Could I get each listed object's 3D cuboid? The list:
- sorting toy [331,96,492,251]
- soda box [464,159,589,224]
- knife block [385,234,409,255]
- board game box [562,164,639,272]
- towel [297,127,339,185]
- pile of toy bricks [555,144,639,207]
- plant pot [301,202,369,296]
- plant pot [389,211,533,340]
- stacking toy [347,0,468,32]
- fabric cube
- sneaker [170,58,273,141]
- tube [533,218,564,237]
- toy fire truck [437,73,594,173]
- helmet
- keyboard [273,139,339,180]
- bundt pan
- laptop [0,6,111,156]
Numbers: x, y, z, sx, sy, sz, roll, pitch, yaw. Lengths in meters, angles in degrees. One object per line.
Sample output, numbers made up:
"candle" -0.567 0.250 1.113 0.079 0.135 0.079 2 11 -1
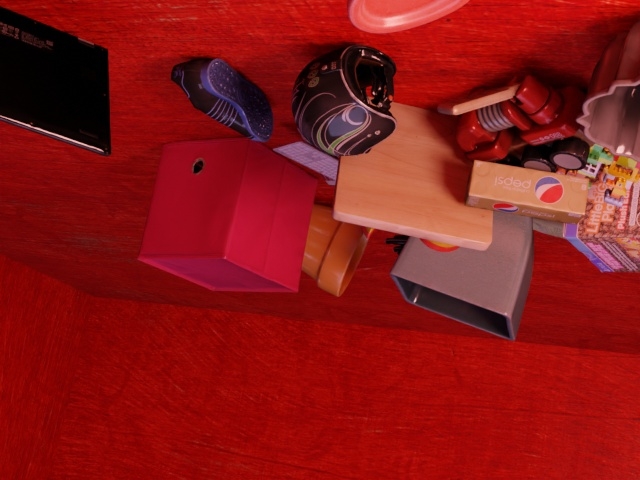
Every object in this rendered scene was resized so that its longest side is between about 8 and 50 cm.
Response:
"sorting toy" 0.150 -0.098 1.714 0.257 0.255 0.089 12 144 -6
"soda box" 0.320 -0.075 1.604 0.181 0.061 0.058 10 165 4
"knife block" 0.286 -0.037 2.272 0.276 0.242 0.088 -39 153 6
"board game box" 0.625 -0.036 1.877 0.291 0.141 0.232 1 163 33
"towel" 0.100 -0.161 1.982 0.237 0.037 0.329 7 166 12
"pile of toy bricks" 0.442 -0.142 1.731 0.212 0.118 0.105 19 127 6
"plant pot" 0.000 0.000 2.385 0.188 0.205 0.205 24 167 8
"plant pot" 0.313 0.024 2.063 0.247 0.252 0.248 21 169 18
"stacking toy" 0.105 -0.376 1.121 0.279 0.130 0.309 -22 159 14
"fabric cube" -0.193 -0.048 2.174 0.254 0.258 0.259 0 162 36
"sneaker" -0.166 -0.243 1.778 0.090 0.081 0.232 5 158 30
"tube" 0.552 -0.024 2.161 0.240 0.062 0.070 9 123 26
"toy fire truck" 0.273 -0.188 1.576 0.246 0.158 0.217 32 157 -28
"helmet" 0.036 -0.210 1.591 0.169 0.169 0.161 19 147 -30
"keyboard" 0.020 -0.142 2.003 0.072 0.014 0.256 -4 161 42
"bundt pan" 0.513 -0.203 1.358 0.331 0.124 0.331 10 166 3
"laptop" -0.567 -0.265 1.676 0.382 0.408 0.236 18 131 -30
